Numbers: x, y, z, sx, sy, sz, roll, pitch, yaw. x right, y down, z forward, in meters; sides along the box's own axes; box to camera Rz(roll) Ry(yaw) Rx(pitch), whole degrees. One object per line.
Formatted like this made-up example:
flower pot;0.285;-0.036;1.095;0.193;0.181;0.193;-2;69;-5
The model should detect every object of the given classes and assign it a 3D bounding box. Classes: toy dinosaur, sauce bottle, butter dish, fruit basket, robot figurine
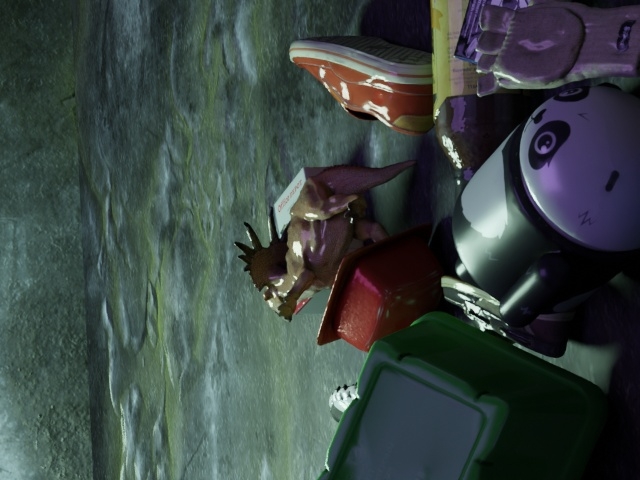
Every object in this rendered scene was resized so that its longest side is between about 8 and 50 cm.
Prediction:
toy dinosaur;-0.006;-0.013;2.068;0.295;0.127;0.200;-59;37;13
sauce bottle;0.176;-0.169;1.757;0.111;0.111;0.344;176;94;-67
butter dish;0.094;0.079;1.952;0.118;0.160;0.160;42;135;29
fruit basket;0.135;0.276;1.732;0.283;0.392;0.392;25;118;30
robot figurine;0.232;-0.035;1.552;0.278;0.174;0.209;-51;54;57

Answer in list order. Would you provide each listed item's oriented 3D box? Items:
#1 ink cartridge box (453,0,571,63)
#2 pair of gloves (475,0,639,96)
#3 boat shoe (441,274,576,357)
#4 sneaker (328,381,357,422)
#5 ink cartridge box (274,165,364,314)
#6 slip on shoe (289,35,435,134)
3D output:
ink cartridge box;0.214;-0.276;1.649;0.097;0.046;0.207;21;99;34
pair of gloves;0.247;-0.251;1.541;0.204;0.042;0.240;-3;66;38
boat shoe;0.199;0.082;1.757;0.223;0.080;0.073;13;98;62
sneaker;0.073;0.233;2.059;0.234;0.078;0.106;152;117;-62
ink cartridge box;0.000;0.000;2.225;0.127;0.072;0.175;130;134;-57
slip on shoe;0.052;-0.206;2.049;0.331;0.123;0.101;30;122;58
